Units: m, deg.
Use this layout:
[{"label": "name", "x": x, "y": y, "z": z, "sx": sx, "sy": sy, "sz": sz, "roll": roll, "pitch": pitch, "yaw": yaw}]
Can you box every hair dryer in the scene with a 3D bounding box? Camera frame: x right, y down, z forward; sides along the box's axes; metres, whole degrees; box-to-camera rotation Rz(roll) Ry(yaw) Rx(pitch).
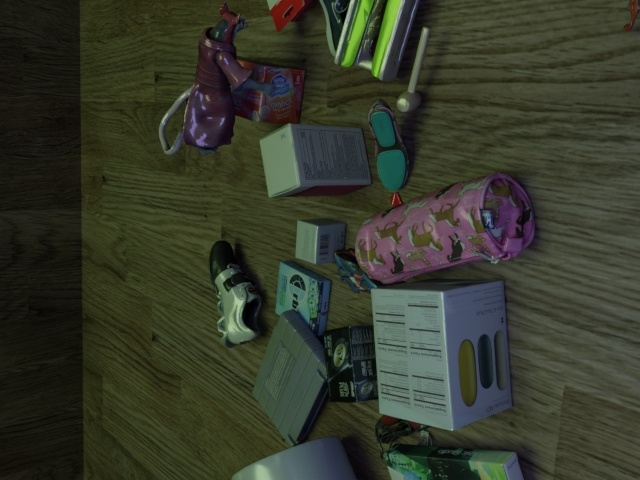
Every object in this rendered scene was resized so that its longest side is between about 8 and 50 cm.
[{"label": "hair dryer", "x": 0.181, "y": 0.400, "z": 1.565, "sx": 0.223, "sy": 0.080, "sz": 0.294, "roll": 7, "pitch": 99, "yaw": 51}]

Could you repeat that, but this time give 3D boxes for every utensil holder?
[{"label": "utensil holder", "x": -0.023, "y": 0.725, "z": 1.664, "sx": 0.327, "sy": 0.327, "sz": 0.386, "roll": -44, "pitch": 59, "yaw": 44}]

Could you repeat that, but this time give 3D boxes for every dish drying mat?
[{"label": "dish drying mat", "x": 0.184, "y": -0.070, "z": 1.566, "sx": 0.032, "sy": 0.008, "sz": 0.083, "roll": -37, "pitch": 66, "yaw": 45}]

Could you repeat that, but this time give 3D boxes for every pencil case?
[{"label": "pencil case", "x": 0.242, "y": -0.015, "z": 1.389, "sx": 0.386, "sy": 0.167, "sz": 0.160, "roll": -17, "pitch": 113, "yaw": 50}]

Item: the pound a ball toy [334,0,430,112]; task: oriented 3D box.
[{"label": "pound a ball toy", "x": 0.171, "y": -0.465, "z": 1.469, "sx": 0.208, "sy": 0.135, "sz": 0.319, "roll": 24, "pitch": 115, "yaw": 19}]

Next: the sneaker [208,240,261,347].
[{"label": "sneaker", "x": -0.244, "y": 0.150, "z": 2.046, "sx": 0.146, "sy": 0.122, "sz": 0.331, "roll": -18, "pitch": 78, "yaw": 32}]

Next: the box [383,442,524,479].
[{"label": "box", "x": 0.297, "y": 0.551, "z": 1.409, "sx": 0.322, "sy": 0.058, "sz": 0.232, "roll": -16, "pitch": 96, "yaw": 46}]

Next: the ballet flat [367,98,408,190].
[{"label": "ballet flat", "x": 0.156, "y": -0.220, "z": 1.511, "sx": 0.076, "sy": 0.079, "sz": 0.222, "roll": -5, "pitch": 128, "yaw": 18}]

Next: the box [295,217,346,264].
[{"label": "box", "x": 0.000, "y": 0.000, "z": 1.724, "sx": 0.087, "sy": 0.102, "sz": 0.101, "roll": 16, "pitch": 107, "yaw": 47}]

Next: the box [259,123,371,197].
[{"label": "box", "x": -0.010, "y": -0.188, "z": 1.611, "sx": 0.126, "sy": 0.232, "sz": 0.149, "roll": -16, "pitch": 81, "yaw": 49}]

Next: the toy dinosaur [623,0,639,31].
[{"label": "toy dinosaur", "x": 0.508, "y": -0.388, "z": 1.094, "sx": 0.082, "sy": 0.090, "sz": 0.047, "roll": -63, "pitch": 23, "yaw": -9}]

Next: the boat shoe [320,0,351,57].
[{"label": "boat shoe", "x": 0.048, "y": -0.549, "z": 1.568, "sx": 0.079, "sy": 0.095, "sz": 0.255, "roll": 9, "pitch": 125, "yaw": 32}]

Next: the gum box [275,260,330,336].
[{"label": "gum box", "x": -0.051, "y": 0.157, "z": 1.851, "sx": 0.184, "sy": 0.041, "sz": 0.157, "roll": 23, "pitch": 113, "yaw": 48}]

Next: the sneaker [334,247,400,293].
[{"label": "sneaker", "x": 0.117, "y": 0.095, "z": 1.625, "sx": 0.221, "sy": 0.083, "sz": 0.087, "roll": 37, "pitch": 135, "yaw": 48}]

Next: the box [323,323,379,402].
[{"label": "box", "x": 0.078, "y": 0.303, "z": 1.645, "sx": 0.147, "sy": 0.077, "sz": 0.180, "roll": -24, "pitch": 69, "yaw": 62}]

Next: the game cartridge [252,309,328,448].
[{"label": "game cartridge", "x": -0.078, "y": 0.386, "z": 1.869, "sx": 0.230, "sy": 0.068, "sz": 0.355, "roll": 51, "pitch": 136, "yaw": 34}]

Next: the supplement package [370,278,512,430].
[{"label": "supplement package", "x": 0.247, "y": 0.219, "z": 1.370, "sx": 0.198, "sy": 0.199, "sz": 0.263, "roll": -3, "pitch": 92, "yaw": 50}]

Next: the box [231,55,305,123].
[{"label": "box", "x": -0.193, "y": -0.428, "z": 1.878, "sx": 0.300, "sy": 0.142, "sz": 0.154, "roll": 25, "pitch": 114, "yaw": 46}]

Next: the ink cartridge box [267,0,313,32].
[{"label": "ink cartridge box", "x": -0.081, "y": -0.676, "z": 1.765, "sx": 0.134, "sy": 0.078, "sz": 0.231, "roll": -31, "pitch": 70, "yaw": 48}]

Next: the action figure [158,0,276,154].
[{"label": "action figure", "x": -0.274, "y": -0.422, "z": 1.674, "sx": 0.248, "sy": 0.275, "sz": 0.370, "roll": 57, "pitch": 147, "yaw": 37}]
